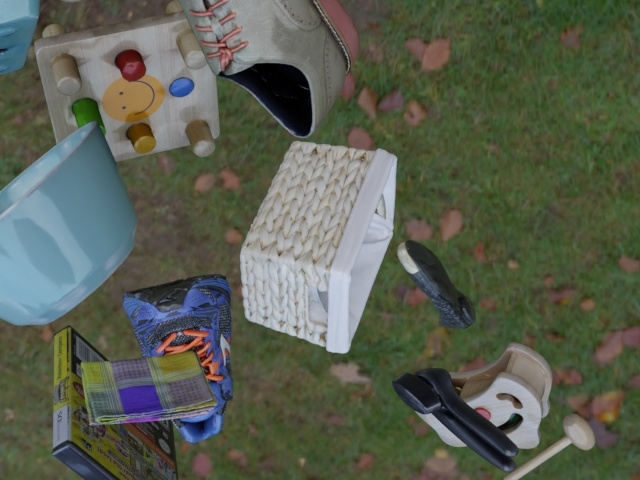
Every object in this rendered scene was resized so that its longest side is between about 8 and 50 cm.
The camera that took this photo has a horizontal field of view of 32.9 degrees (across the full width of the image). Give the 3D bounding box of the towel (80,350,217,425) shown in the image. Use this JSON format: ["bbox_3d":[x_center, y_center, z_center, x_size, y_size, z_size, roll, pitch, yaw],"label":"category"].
[{"bbox_3d":[-0.115,0.097,0.722,0.083,0.060,0.009,-4,127,-18],"label":"towel"}]

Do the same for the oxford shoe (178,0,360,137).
[{"bbox_3d":[-0.078,-0.232,1.032,0.123,0.130,0.348,-8,145,38],"label":"oxford shoe"}]

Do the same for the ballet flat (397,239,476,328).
[{"bbox_3d":[0.129,0.058,1.256,0.049,0.057,0.173,-18,138,23],"label":"ballet flat"}]

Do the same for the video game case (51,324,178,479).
[{"bbox_3d":[-0.306,0.293,1.636,0.035,0.248,0.275,-31,127,10],"label":"video game case"}]

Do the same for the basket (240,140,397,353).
[{"bbox_3d":[0.000,0.000,0.991,0.103,0.167,0.113,13,138,12],"label":"basket"}]

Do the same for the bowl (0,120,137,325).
[{"bbox_3d":[-0.370,-0.002,1.469,0.311,0.311,0.163,-31,108,28],"label":"bowl"}]

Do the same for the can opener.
[{"bbox_3d":[0.170,0.220,1.327,0.186,0.073,0.059,38,147,34],"label":"can opener"}]

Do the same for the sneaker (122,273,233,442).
[{"bbox_3d":[-0.098,0.093,0.842,0.083,0.087,0.221,-15,154,-5],"label":"sneaker"}]

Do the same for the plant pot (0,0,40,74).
[{"bbox_3d":[-0.235,-0.203,0.573,0.166,0.165,0.234,-17,89,-21],"label":"plant pot"}]

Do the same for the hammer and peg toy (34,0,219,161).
[{"bbox_3d":[-0.271,-0.254,1.569,0.266,0.127,0.361,-14,142,-14],"label":"hammer and peg toy"}]

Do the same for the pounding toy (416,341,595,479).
[{"bbox_3d":[0.264,0.261,1.633,0.270,0.155,0.154,-6,126,33],"label":"pounding toy"}]
